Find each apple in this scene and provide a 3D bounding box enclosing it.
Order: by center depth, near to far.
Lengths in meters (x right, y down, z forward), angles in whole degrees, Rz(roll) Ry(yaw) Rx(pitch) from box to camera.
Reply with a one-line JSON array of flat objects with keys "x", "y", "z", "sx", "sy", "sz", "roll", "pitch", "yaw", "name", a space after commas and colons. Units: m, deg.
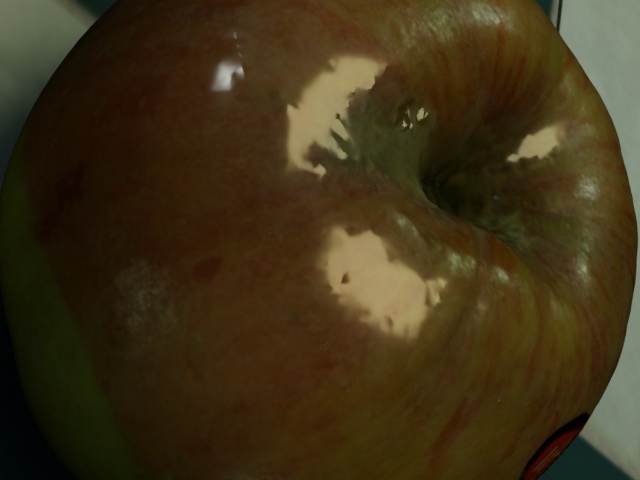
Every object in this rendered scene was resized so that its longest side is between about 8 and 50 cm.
[{"x": 0.000, "y": 0.000, "z": 0.673, "sx": 0.260, "sy": 0.194, "sz": 0.261, "roll": 24, "pitch": 55, "yaw": -41, "name": "apple"}]
